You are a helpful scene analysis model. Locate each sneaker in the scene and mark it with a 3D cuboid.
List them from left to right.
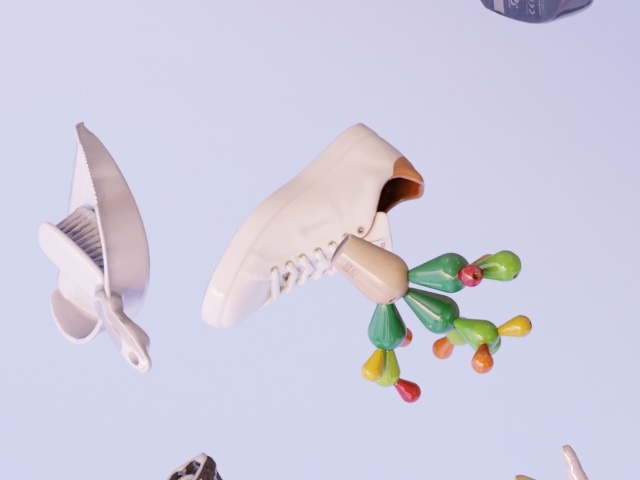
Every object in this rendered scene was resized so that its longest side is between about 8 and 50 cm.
[{"bbox_3d":[0.000,0.000,2.001,0.123,0.290,0.106,36,155,19],"label":"sneaker"}]

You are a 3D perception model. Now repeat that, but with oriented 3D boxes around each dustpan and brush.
[{"bbox_3d":[-0.149,0.027,1.316,0.060,0.147,0.211,-9,-146,-35],"label":"dustpan and brush"}]

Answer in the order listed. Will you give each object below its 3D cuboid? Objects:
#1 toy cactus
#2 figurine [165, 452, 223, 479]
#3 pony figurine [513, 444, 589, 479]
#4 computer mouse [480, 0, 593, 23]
[{"bbox_3d":[0.087,0.065,1.785,0.180,0.219,0.112,34,-129,-12],"label":"toy cactus"},{"bbox_3d":[-0.125,0.338,1.821,0.209,0.215,0.092,52,-154,-13],"label":"figurine"},{"bbox_3d":[0.312,0.349,1.508,0.363,0.351,0.303,13,-153,21],"label":"pony figurine"},{"bbox_3d":[0.077,-0.183,1.092,0.041,0.071,0.242,-28,-141,-26],"label":"computer mouse"}]
